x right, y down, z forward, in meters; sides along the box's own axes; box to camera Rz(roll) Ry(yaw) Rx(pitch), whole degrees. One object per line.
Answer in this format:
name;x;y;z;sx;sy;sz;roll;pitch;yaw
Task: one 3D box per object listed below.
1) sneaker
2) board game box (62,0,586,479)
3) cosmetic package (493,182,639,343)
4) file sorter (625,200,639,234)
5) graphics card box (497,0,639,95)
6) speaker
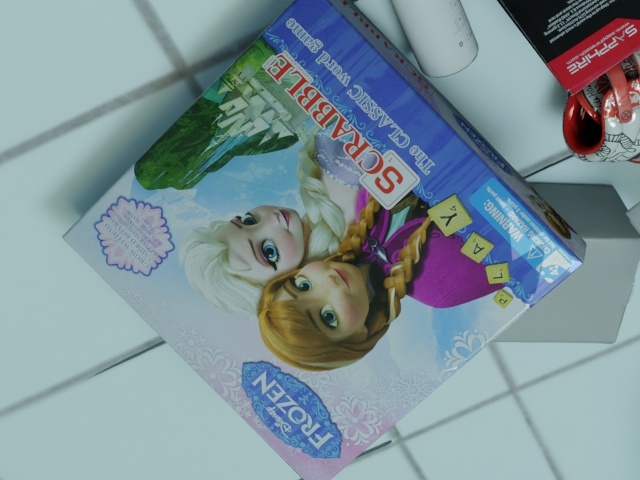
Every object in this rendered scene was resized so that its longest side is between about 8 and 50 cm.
sneaker;0.307;-0.154;1.295;0.145;0.090;0.270;-3;148;-29
board game box;0.000;0.000;1.322;0.319;0.066;0.318;45;110;-3
cosmetic package;0.164;0.020;1.437;0.238;0.107;0.127;1;124;-16
file sorter;0.434;0.033;1.391;0.173;0.193;0.278;-40;148;12
graphics card box;0.181;-0.310;1.173;0.233;0.094;0.371;-35;127;15
speaker;0.084;-0.203;1.284;0.055;0.055;0.136;-24;127;6
